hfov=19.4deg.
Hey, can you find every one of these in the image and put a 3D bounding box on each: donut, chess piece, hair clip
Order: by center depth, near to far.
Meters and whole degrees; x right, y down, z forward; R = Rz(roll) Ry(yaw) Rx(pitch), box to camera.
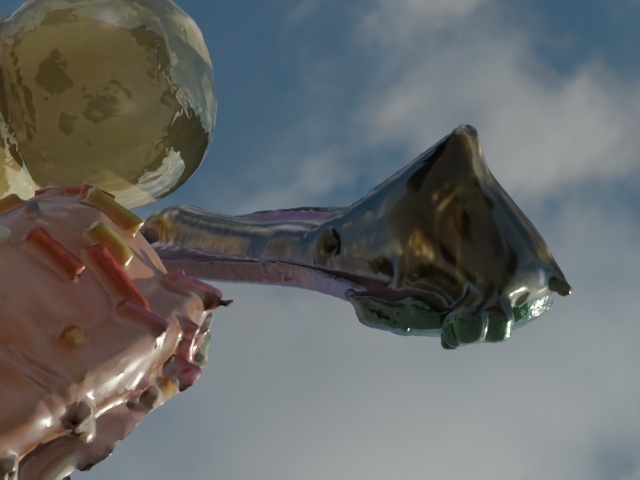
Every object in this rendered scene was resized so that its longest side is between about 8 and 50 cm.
[{"bbox_3d":[-0.081,0.027,0.462,0.117,0.166,0.065,-26,-84,4],"label":"donut"},{"bbox_3d":[-0.173,-0.046,0.801,0.260,0.143,0.143,-13,-75,-1],"label":"chess piece"},{"bbox_3d":[0.002,0.000,0.907,0.095,0.110,0.358,46,-20,-18],"label":"hair clip"}]
